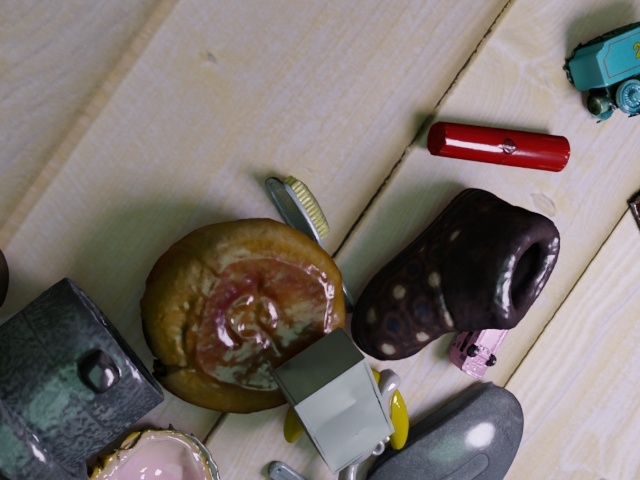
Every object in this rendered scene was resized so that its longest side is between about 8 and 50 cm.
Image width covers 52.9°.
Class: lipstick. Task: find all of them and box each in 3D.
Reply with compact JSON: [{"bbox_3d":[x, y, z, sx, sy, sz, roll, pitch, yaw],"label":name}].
[{"bbox_3d":[0.338,-0.176,1.204,0.279,0.073,0.073,3,99,-18],"label":"lipstick"}]

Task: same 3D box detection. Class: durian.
[{"bbox_3d":[-0.278,0.417,1.098,0.305,0.185,0.195,35,70,-24],"label":"durian"}]

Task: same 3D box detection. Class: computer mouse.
[{"bbox_3d":[0.257,0.436,1.274,0.374,0.114,0.203,-38,109,-6],"label":"computer mouse"}]

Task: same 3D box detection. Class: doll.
[{"bbox_3d":[0.059,0.341,1.196,0.237,0.111,0.252,41,77,-18],"label":"doll"}]

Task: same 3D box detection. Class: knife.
[{"bbox_3d":[-0.039,0.481,1.241,0.162,0.023,0.044,44,84,-19],"label":"knife"}]

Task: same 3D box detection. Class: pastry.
[{"bbox_3d":[-0.127,0.125,1.072,0.356,0.164,0.356,-3,104,-11],"label":"pastry"}]

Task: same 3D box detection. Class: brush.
[{"bbox_3d":[0.000,0.000,1.149,0.060,0.068,0.297,-41,114,-29],"label":"brush"}]

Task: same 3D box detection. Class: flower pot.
[{"bbox_3d":[-0.393,0.241,0.914,0.283,0.299,0.299,-37,109,-17],"label":"flower pot"}]

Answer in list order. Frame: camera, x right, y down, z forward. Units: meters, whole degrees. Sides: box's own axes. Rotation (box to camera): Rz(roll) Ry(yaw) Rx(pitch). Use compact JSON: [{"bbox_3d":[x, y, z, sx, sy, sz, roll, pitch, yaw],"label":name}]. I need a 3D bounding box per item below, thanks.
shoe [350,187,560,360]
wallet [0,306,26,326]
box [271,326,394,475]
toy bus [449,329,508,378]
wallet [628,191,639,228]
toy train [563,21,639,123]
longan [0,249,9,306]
[{"bbox_3d":[0.242,0.087,1.124,0.384,0.237,0.171,-45,124,-7],"label":"shoe"},{"bbox_3d":[-0.451,0.192,1.059,0.124,0.032,0.183,-26,106,-13],"label":"wallet"},{"bbox_3d":[0.024,0.262,1.039,0.129,0.086,0.225,-32,134,-12],"label":"box"},{"bbox_3d":[0.326,0.165,1.255,0.063,0.090,0.203,29,92,-20],"label":"toy bus"},{"bbox_3d":[0.749,-0.019,1.379,0.122,0.031,0.232,-33,106,-4],"label":"wallet"},{"bbox_3d":[0.586,-0.326,1.229,0.203,0.112,0.163,-24,101,-13],"label":"toy train"},{"bbox_3d":[-0.552,0.054,0.937,0.187,0.167,0.167,31,91,-1],"label":"longan"}]
